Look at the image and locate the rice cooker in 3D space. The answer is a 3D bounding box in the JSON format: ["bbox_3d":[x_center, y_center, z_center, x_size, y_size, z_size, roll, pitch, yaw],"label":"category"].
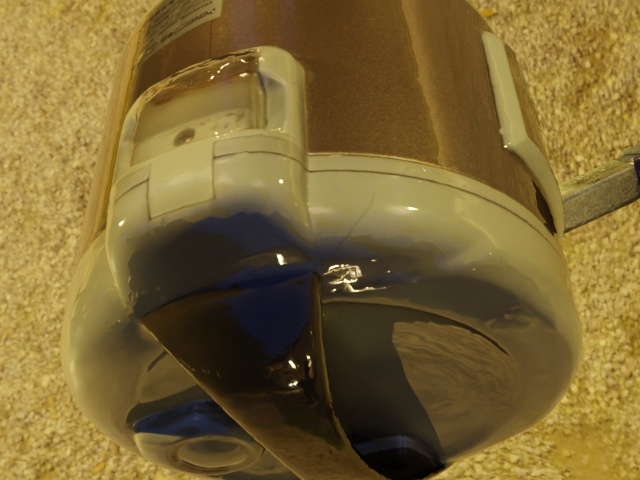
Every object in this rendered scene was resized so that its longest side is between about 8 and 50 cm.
[{"bbox_3d":[0.000,0.000,0.515,0.335,0.335,0.325,-18,48,19],"label":"rice cooker"}]

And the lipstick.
[{"bbox_3d":[0.271,-0.046,0.750,0.312,0.051,0.051,-23,101,-8],"label":"lipstick"}]
